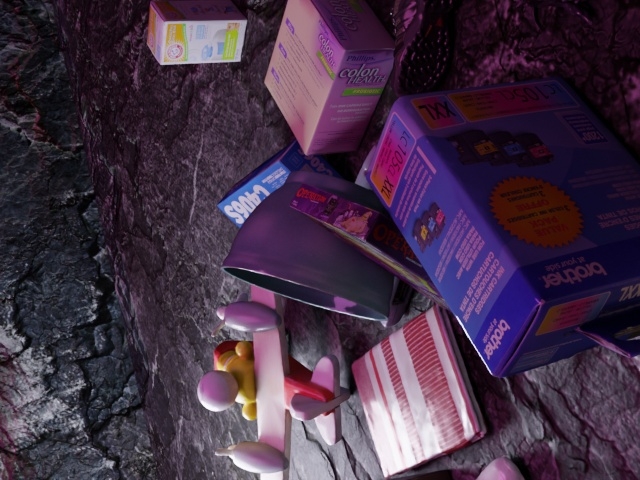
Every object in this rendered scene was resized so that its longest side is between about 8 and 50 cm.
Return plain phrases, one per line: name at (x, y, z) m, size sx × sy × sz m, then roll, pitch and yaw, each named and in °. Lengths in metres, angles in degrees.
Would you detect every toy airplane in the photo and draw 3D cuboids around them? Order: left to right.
toy airplane at (-0.122, 0.313, 1.841) m, size 0.386 × 0.272 × 0.384 m, roll 66°, pitch 148°, yaw 26°

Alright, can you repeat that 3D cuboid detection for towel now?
towel at (0.169, 0.277, 1.550) m, size 0.329 × 0.037 × 0.237 m, roll -47°, pitch 55°, yaw 54°

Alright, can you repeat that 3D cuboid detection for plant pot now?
plant pot at (0.000, 0.000, 1.461) m, size 0.293 × 0.293 × 0.196 m, roll -1°, pitch 71°, yaw 61°

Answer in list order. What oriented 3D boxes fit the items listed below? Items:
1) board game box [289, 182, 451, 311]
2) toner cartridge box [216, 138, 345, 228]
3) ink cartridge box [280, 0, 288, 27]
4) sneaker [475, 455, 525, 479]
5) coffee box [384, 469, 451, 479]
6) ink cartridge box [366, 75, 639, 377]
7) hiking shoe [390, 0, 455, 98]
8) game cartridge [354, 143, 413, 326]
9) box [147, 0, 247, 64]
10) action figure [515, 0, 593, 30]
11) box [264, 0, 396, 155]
board game box at (0.135, 0.035, 1.262) m, size 0.208 × 0.347 × 0.056 m, roll 19°, pitch 78°, yaw 56°
toner cartridge box at (-0.077, -0.082, 1.774) m, size 0.165 × 0.075 × 0.348 m, roll 43°, pitch 153°, yaw -11°
ink cartridge box at (-0.032, -0.434, 1.710) m, size 0.097 × 0.046 × 0.207 m, roll 57°, pitch 143°, yaw 36°
sneaker at (0.252, 0.437, 1.377) m, size 0.090 × 0.094 × 0.235 m, roll 55°, pitch 141°, yaw 42°
coffee box at (0.135, 0.529, 1.588) m, size 0.297 × 0.118 × 0.168 m, roll -37°, pitch 64°, yaw 59°
ink cartridge box at (0.270, -0.009, 1.035) m, size 0.395 × 0.270 × 0.151 m, roll 61°, pitch 151°, yaw 32°
hiking shoe at (0.156, -0.339, 1.374) m, size 0.114 × 0.086 × 0.227 m, roll -119°, pitch 38°, yaw -57°
game cartridge at (0.114, -0.015, 1.551) m, size 0.196 × 0.060 × 0.294 m, roll 50°, pitch 138°, yaw 39°
box at (-0.289, -0.484, 2.001) m, size 0.103 × 0.203 × 0.114 m, roll 55°, pitch 142°, yaw 40°
action figure at (0.294, -0.366, 1.037) m, size 0.164 × 0.141 × 0.276 m, roll 54°, pitch 141°, yaw 22°
box at (0.013, -0.319, 1.584) m, size 0.213 × 0.117 × 0.243 m, roll 61°, pitch 147°, yaw 33°
